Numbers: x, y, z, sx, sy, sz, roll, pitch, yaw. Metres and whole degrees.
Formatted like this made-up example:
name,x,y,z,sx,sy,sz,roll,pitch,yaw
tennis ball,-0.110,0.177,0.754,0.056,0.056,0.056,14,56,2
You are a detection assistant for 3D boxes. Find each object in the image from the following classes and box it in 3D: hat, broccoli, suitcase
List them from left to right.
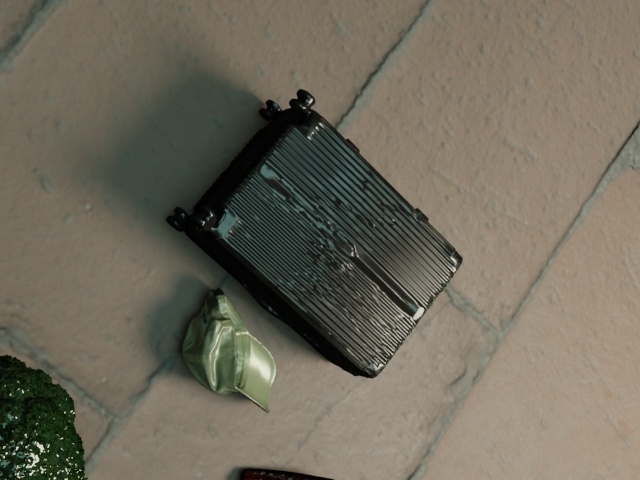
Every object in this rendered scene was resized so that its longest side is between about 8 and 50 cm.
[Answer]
name,x,y,z,sx,sy,sz,roll,pitch,yaw
broccoli,-0.408,0.255,1.222,0.283,0.303,0.321,-21,129,20
hat,-0.118,0.156,1.444,0.166,0.081,0.122,46,34,-32
suitcase,0.000,0.000,1.438,0.335,0.152,0.229,43,76,-18

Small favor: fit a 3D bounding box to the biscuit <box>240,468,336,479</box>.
name,x,y,z,sx,sy,sz,roll,pitch,yaw
biscuit,-0.043,0.432,1.471,0.151,0.063,0.235,5,94,-6
